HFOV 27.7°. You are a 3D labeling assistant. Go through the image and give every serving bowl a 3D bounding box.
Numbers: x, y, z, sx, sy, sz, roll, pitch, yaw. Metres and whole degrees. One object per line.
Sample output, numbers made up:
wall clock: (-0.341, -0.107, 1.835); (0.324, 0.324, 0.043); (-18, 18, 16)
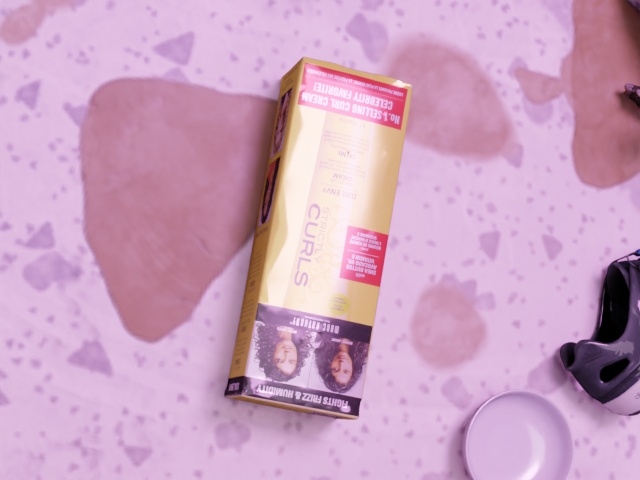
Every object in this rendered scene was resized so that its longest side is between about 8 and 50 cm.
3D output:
serving bowl: (0.136, 0.147, 0.916); (0.083, 0.027, 0.083); (3, 81, -17)

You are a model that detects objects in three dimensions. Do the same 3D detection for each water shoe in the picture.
water shoe: (0.253, 0.030, 0.946); (0.080, 0.073, 0.203); (39, 73, -6)

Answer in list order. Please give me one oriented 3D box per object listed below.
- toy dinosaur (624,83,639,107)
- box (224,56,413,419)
toy dinosaur: (0.337, -0.134, 0.970); (0.313, 0.121, 0.160); (34, 90, -6)
box: (0.000, 0.000, 0.880); (0.087, 0.058, 0.232); (14, 78, -14)
